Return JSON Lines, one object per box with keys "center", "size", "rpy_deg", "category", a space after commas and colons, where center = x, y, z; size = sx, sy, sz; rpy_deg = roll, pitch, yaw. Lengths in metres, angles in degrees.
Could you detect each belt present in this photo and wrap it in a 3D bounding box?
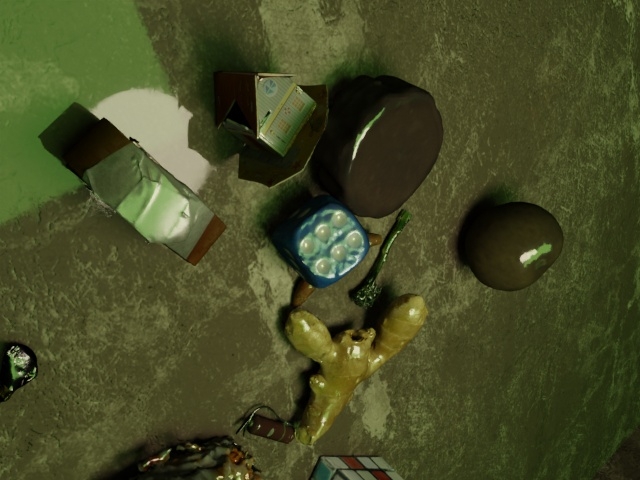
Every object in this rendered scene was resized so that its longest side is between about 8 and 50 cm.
{"center": [-0.263, -0.066, 0.878], "size": [0.105, 0.184, 0.261], "rpy_deg": [-49, 131, -10], "category": "belt"}

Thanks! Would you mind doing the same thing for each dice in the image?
{"center": [0.000, 0.000, 1.119], "size": [0.143, 0.146, 0.146], "rpy_deg": [-42, 103, -12], "category": "dice"}

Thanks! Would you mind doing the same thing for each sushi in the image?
{"center": [-0.281, 0.590, 1.151], "size": [0.417, 0.175, 0.418], "rpy_deg": [-16, 118, -32], "category": "sushi"}

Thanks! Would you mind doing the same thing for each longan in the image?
{"center": [0.498, 0.015, 1.466], "size": [0.248, 0.248, 0.248], "rpy_deg": [-16, 118, -32], "category": "longan"}

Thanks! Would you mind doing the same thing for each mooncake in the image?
{"center": [0.111, -0.189, 1.148], "size": [0.283, 0.141, 0.283], "rpy_deg": [-23, 130, -30], "category": "mooncake"}

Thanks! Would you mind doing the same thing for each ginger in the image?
{"center": [0.076, 0.289, 1.344], "size": [0.362, 0.122, 0.348], "rpy_deg": [-11, 121, -32], "category": "ginger"}

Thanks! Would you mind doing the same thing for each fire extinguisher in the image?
{"center": [-0.119, 0.421, 1.295], "size": [0.157, 0.045, 0.078], "rpy_deg": [34, 77, -41], "category": "fire extinguisher"}

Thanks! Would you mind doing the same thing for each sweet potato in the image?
{"center": [0.028, 0.049, 1.243], "size": [0.255, 0.058, 0.078], "rpy_deg": [-39, 148, -13], "category": "sweet potato"}

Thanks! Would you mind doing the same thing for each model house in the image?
{"center": [-0.099, -0.211, 0.928], "size": [0.136, 0.219, 0.207], "rpy_deg": [36, 85, -36], "category": "model house"}

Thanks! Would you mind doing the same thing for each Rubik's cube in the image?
{"center": [0.107, 0.739, 1.470], "size": [0.256, 0.253, 0.259], "rpy_deg": [23, 96, -41], "category": "Rubik's cube"}

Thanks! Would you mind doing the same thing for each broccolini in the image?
{"center": [0.155, 0.049, 1.344], "size": [0.254, 0.057, 0.071], "rpy_deg": [-60, 175, 3], "category": "broccolini"}

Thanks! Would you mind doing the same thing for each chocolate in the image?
{"center": [-0.506, 0.238, 0.902], "size": [0.147, 0.070, 0.072], "rpy_deg": [-50, 159, -9], "category": "chocolate"}
